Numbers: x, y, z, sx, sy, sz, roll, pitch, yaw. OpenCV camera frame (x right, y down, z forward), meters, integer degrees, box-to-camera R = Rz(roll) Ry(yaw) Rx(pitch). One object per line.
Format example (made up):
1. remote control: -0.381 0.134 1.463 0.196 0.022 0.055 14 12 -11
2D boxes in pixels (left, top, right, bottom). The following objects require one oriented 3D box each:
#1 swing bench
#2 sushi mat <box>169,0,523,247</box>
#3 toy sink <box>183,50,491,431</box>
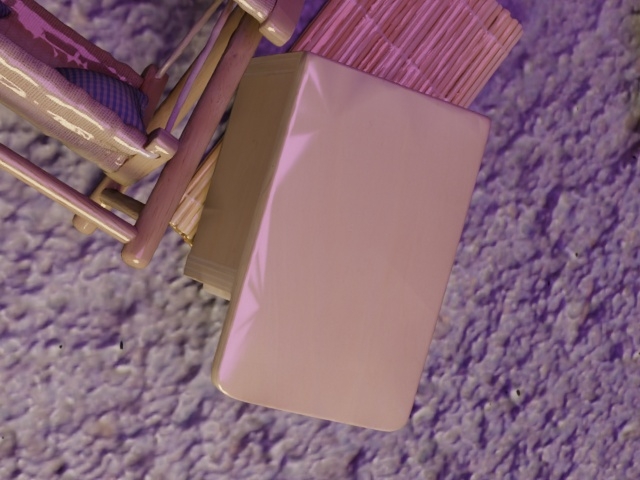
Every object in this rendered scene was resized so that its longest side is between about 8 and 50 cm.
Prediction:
1. swing bench: -0.166 -0.161 0.742 0.253 0.165 0.254 34 85 -25
2. sushi mat: 0.024 -0.093 0.918 0.151 0.019 0.316 40 82 -25
3. toy sink: 0.000 0.000 0.842 0.153 0.131 0.234 15 88 -25
